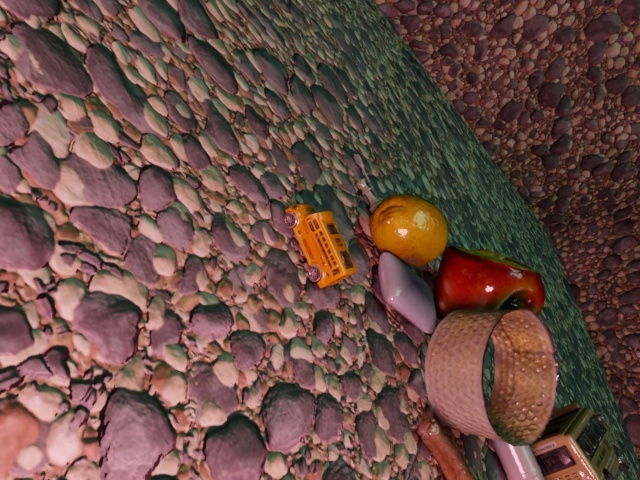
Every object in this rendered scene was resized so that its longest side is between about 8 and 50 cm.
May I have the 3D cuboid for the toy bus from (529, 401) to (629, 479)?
[{"bbox_3d":[0.670,0.568,1.397,0.365,0.177,0.201,5,53,-55],"label":"toy bus"}]

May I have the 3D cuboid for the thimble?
[{"bbox_3d":[0.350,0.269,1.082,0.271,0.150,0.270,5,82,-38],"label":"thimble"}]

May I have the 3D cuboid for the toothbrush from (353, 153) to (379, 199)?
[{"bbox_3d":[0.132,-0.130,1.358,0.019,0.016,0.219,3,61,-56],"label":"toothbrush"}]

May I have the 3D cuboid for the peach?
[{"bbox_3d":[0.396,0.116,1.319,0.249,0.245,0.274,40,9,-22],"label":"peach"}]

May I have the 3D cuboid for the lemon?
[{"bbox_3d":[0.203,-0.025,1.218,0.207,0.170,0.170,27,42,-39],"label":"lemon"}]

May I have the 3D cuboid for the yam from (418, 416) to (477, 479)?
[{"bbox_3d":[0.256,0.438,0.985,0.241,0.057,0.057,58,28,-5],"label":"yam"}]

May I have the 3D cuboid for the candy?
[{"bbox_3d":[0.189,0.115,1.158,0.174,0.071,0.138,39,34,-36],"label":"candy"}]

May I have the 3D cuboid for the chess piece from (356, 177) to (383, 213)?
[{"bbox_3d":[0.119,-0.114,1.304,0.093,0.042,0.042,55,27,8],"label":"chess piece"}]

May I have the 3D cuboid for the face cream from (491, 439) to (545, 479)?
[{"bbox_3d":[0.459,0.525,1.196,0.077,0.077,0.250,8,58,-56],"label":"face cream"}]

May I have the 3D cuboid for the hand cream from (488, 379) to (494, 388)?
[{"bbox_3d":[0.482,0.440,1.372,0.057,0.037,0.165,29,35,-44],"label":"hand cream"}]

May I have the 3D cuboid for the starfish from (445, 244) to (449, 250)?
[{"bbox_3d":[0.454,0.078,1.609,0.238,0.057,0.213,49,12,-7],"label":"starfish"}]

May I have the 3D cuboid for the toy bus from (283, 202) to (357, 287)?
[{"bbox_3d":[0.000,0.000,0.960,0.070,0.074,0.162,-9,72,-59],"label":"toy bus"}]
